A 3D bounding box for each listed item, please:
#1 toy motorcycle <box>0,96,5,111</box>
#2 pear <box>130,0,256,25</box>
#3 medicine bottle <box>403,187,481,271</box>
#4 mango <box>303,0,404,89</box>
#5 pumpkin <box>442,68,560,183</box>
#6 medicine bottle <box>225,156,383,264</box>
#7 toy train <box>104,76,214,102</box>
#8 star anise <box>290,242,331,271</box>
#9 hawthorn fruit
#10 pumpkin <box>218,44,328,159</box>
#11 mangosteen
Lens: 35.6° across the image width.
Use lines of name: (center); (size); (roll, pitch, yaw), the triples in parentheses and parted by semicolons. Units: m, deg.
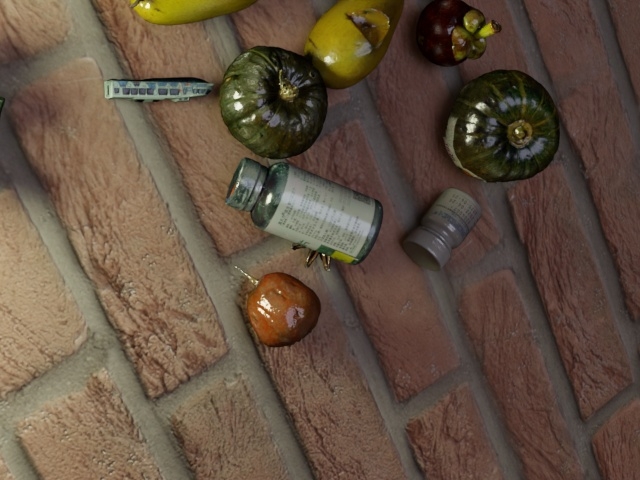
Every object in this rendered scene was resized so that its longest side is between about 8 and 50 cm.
toy motorcycle: (-0.606, -0.204, 1.623); (0.205, 0.127, 0.275); (27, 82, -26)
pear: (-0.194, -0.524, 1.777); (0.285, 0.285, 0.336); (21, 97, -30)
medicine bottle: (0.267, -0.025, 2.170); (0.168, 0.105, 0.105); (-50, 115, -19)
mango: (0.072, -0.419, 2.007); (0.130, 0.167, 0.262); (47, 66, -39)
pumpkin: (0.399, -0.255, 2.201); (0.260, 0.189, 0.260); (-7, 114, -15)
medicine bottle: (-0.034, -0.064, 1.943); (0.293, 0.141, 0.141); (22, 81, -13)
toy train: (-0.296, -0.281, 1.852); (0.208, 0.043, 0.047); (-5, 97, -31)
star anise: (-0.001, 0.001, 2.038); (0.141, 0.042, 0.141); (4, 77, -17)
hawthorn fruit: (-0.079, 0.124, 1.946); (0.149, 0.149, 0.189); (-40, 116, -23)
pumpkin: (-0.087, -0.267, 1.914); (0.224, 0.157, 0.223); (6, 78, -29)
mangosteen: (0.296, -0.437, 2.125); (0.145, 0.181, 0.155); (72, 37, -65)
